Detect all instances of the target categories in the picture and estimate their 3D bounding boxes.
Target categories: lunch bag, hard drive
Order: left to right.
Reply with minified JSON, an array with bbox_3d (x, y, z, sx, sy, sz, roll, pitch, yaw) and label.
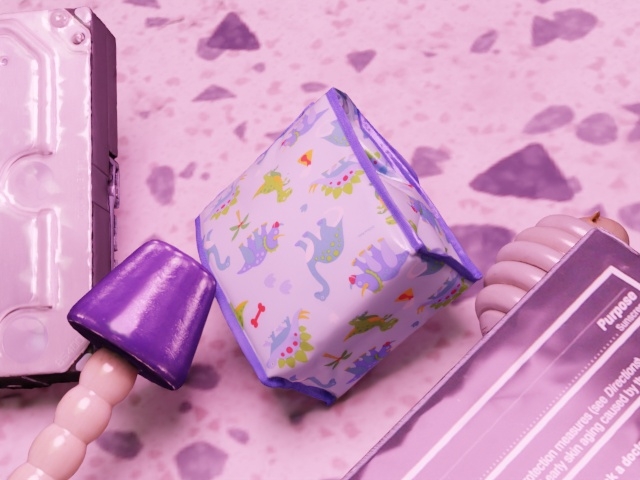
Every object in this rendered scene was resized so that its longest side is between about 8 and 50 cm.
[{"bbox_3d":[-0.299,-0.018,0.867,0.339,0.064,0.237,-3,78,8],"label":"hard drive"},{"bbox_3d":[0.000,0.000,0.806,0.129,0.096,0.151,-42,57,14],"label":"lunch bag"}]

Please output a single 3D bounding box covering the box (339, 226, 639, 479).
[{"bbox_3d":[0.145,0.202,0.585,0.296,0.183,0.294,-42,57,-19],"label":"box"}]

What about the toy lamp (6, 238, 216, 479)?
[{"bbox_3d":[-0.150,0.122,0.744,0.080,0.080,0.275,26,72,28],"label":"toy lamp"}]

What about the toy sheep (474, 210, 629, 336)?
[{"bbox_3d":[0.135,0.036,0.782,0.091,0.091,0.132,28,62,29],"label":"toy sheep"}]
